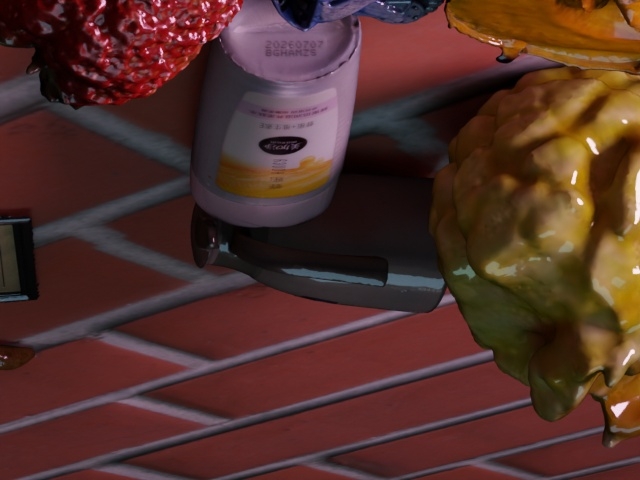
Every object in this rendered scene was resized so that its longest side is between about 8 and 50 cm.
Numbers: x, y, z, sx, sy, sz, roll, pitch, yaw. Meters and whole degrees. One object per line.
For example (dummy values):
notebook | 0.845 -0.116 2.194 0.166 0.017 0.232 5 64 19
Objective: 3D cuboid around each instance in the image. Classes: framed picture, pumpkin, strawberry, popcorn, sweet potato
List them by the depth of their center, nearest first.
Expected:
strawberry | -0.109 -0.143 1.035 0.148 0.131 0.131 -43 146 22
pumpkin | 0.131 -0.174 1.056 0.163 0.111 0.278 -6 167 28
popcorn | 0.191 0.002 1.359 0.224 0.270 0.258 -12 -156 15
framed picture | -0.326 0.020 1.554 0.199 0.010 0.195 -4 160 -8
sweet potato | -0.306 0.104 1.768 0.026 0.026 0.115 -22 156 36

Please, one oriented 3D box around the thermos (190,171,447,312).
thermos | 0.000 0.000 1.450 0.193 0.105 0.137 6 -162 -18

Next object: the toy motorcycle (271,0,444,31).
toy motorcycle | 0.012 -0.170 1.064 0.114 0.076 0.205 -1 160 5

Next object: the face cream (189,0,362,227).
face cream | -0.029 -0.082 1.283 0.107 0.073 0.269 3 160 -5
